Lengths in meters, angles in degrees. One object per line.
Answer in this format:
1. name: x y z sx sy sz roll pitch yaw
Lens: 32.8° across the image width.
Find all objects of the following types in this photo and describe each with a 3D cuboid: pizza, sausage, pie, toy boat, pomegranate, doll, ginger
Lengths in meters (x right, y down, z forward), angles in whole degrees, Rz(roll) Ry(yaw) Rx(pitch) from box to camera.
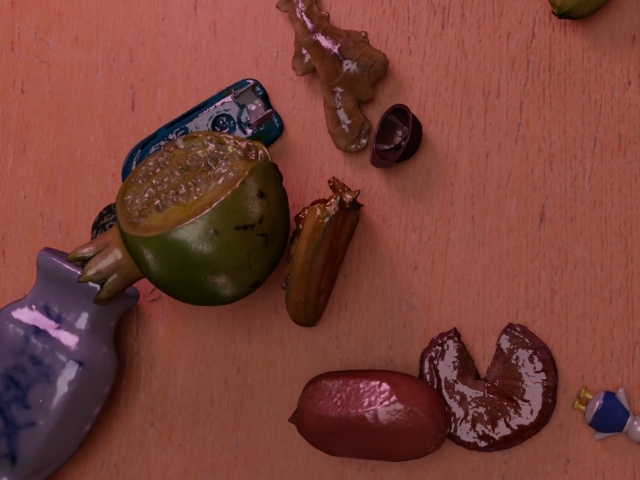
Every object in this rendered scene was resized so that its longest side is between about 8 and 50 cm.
1. pizza: 0.000 0.000 1.728 0.081 0.290 0.229 23 52 13
2. sausage: 0.071 0.268 1.685 0.254 0.148 0.148 -9 82 28
3. pie: 0.262 0.226 1.698 0.218 0.054 0.204 -20 79 11
4. toy boat: -0.215 -0.164 1.840 0.298 0.092 0.134 -32 81 8
5. pomegranate: -0.203 -0.001 1.699 0.358 0.216 0.310 -34 35 1
6. doll: 0.454 0.270 1.646 0.143 0.057 0.099 25 112 14
7. ginger: 0.017 -0.312 1.808 0.148 0.081 0.334 -35 76 24

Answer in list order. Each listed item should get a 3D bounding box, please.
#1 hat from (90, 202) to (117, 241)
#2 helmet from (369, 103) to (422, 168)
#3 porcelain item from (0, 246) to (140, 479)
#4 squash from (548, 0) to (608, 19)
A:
1. hat: -0.353 -0.014 1.875 0.121 0.050 0.121 0 89 15
2. helmet: 0.132 -0.162 1.771 0.089 0.057 0.111 28 98 50
3. porcelain item: -0.464 0.230 1.811 0.242 0.178 0.405 26 93 13
4. squash: 0.427 -0.459 1.697 0.132 0.132 0.247 18 91 15
